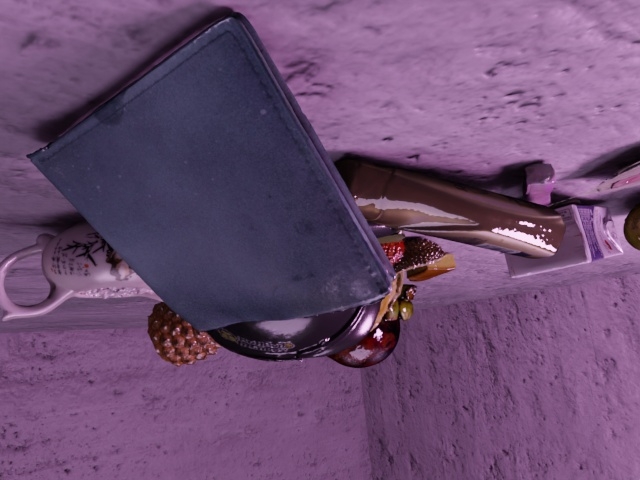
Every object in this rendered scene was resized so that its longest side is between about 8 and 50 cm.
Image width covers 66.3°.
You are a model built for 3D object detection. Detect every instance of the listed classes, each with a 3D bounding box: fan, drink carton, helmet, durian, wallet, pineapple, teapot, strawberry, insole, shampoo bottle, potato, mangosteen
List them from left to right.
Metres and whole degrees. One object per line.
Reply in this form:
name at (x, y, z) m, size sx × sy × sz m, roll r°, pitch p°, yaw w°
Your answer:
teapot at (-0.339, 0.049, 0.772) m, size 0.300 × 0.165 × 0.208 m, roll -10°, pitch -178°, yaw -28°
wallet at (-0.108, -0.025, 0.448) m, size 0.291 × 0.054 × 0.251 m, roll -16°, pitch 120°, yaw 38°
pineapple at (-0.278, 0.191, 1.334) m, size 0.358 × 0.222 × 0.223 m, roll -27°, pitch 161°, yaw 14°
helmet at (-0.050, 0.032, 0.644) m, size 0.279 × 0.230 × 0.160 m, roll 13°, pitch 153°, yaw 6°
mangosteen at (0.118, 0.235, 1.479) m, size 0.312 × 0.311 × 0.311 m, roll -5°, pitch 167°, yaw -1°
strawberry at (0.136, 0.016, 1.032) m, size 0.083 × 0.073 × 0.073 m, roll 36°, pitch 154°, yaw -12°
durian at (0.201, 0.033, 1.086) m, size 0.140 × 0.071 × 0.110 m, roll -25°, pitch 168°, yaw 12°
shampoo bottle at (0.173, -0.041, 0.674) m, size 0.350 × 0.084 × 0.126 m, roll 10°, pitch -174°, yaw -24°
drink carton at (0.441, 0.001, 0.892) m, size 0.222 × 0.101 × 0.134 m, roll -2°, pitch 165°, yaw -46°
insole at (0.485, -0.054, 0.971) m, size 0.063 × 0.010 × 0.192 m, roll -12°, pitch 165°, yaw 25°
fan at (0.437, -0.082, 0.741) m, size 0.310 × 0.010 × 0.182 m, roll -23°, pitch 162°, yaw 30°
potato at (0.659, -0.032, 0.929) m, size 0.149 × 0.113 × 0.251 m, roll -23°, pitch 168°, yaw 32°

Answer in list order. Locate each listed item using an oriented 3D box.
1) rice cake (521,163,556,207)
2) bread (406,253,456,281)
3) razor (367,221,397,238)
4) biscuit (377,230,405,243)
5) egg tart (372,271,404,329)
rice cake at (0.339, -0.075, 0.766) m, size 0.047 × 0.036 × 0.207 m, roll 0°, pitch 170°, yaw 21°
bread at (0.295, 0.081, 1.380) m, size 0.088 × 0.049 × 0.226 m, roll -3°, pitch 167°, yaw -12°
razor at (0.056, -0.027, 0.809) m, size 0.148 × 0.054 × 0.090 m, roll 0°, pitch 169°, yaw -19°
biscuit at (0.000, 0.000, 0.938) m, size 0.323 × 0.038 × 0.099 m, roll -7°, pitch 170°, yaw 4°
egg tart at (0.095, 0.139, 1.250) m, size 0.288 × 0.118 × 0.288 m, roll -26°, pitch 137°, yaw -27°
